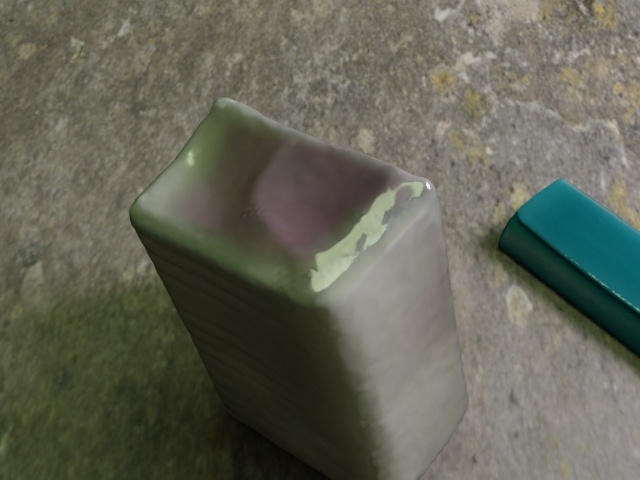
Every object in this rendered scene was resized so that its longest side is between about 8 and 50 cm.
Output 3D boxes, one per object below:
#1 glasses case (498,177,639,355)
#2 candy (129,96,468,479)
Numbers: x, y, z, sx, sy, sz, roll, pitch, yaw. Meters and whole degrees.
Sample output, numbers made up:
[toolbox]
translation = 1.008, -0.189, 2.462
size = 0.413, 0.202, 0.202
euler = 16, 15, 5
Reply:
[glasses case]
translation = 0.346, 0.049, 1.257
size = 0.117, 0.070, 0.301
euler = -30, 58, -34
[candy]
translation = -0.004, 0.063, 0.961
size = 0.208, 0.359, 0.145
euler = 25, 62, 26
